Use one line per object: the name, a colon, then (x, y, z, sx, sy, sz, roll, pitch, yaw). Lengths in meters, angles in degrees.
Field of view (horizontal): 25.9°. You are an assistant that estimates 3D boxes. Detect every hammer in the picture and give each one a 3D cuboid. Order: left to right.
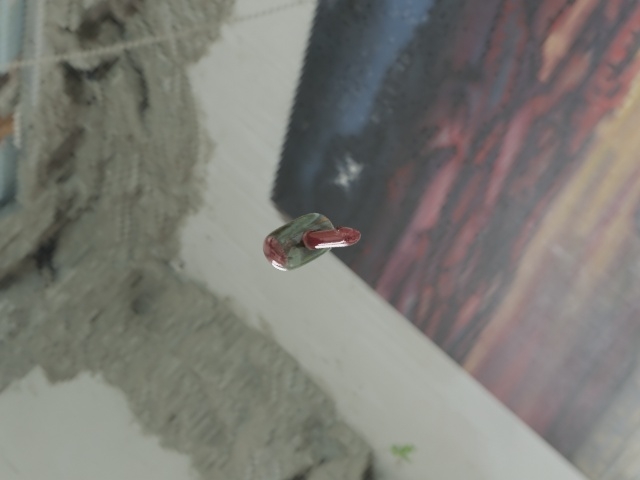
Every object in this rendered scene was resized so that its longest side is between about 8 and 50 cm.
hammer: (0.000, 0.000, 0.928, 0.052, 0.031, 0.083, -30, 13, -31)
